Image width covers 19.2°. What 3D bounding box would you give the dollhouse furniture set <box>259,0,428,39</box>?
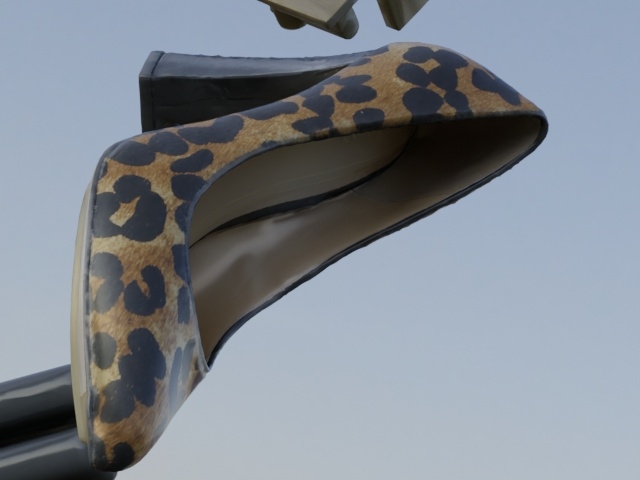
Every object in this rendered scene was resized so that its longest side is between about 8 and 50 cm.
[{"bbox_3d":[0.002,-0.137,1.317,0.123,0.144,0.151,25,-28,37],"label":"dollhouse furniture set"}]

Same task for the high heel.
[{"bbox_3d":[0.000,0.000,0.787,0.186,0.261,0.093,3,-49,6],"label":"high heel"}]

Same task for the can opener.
[{"bbox_3d":[-0.240,0.136,1.034,0.280,0.074,0.093,-18,-25,12],"label":"can opener"}]
